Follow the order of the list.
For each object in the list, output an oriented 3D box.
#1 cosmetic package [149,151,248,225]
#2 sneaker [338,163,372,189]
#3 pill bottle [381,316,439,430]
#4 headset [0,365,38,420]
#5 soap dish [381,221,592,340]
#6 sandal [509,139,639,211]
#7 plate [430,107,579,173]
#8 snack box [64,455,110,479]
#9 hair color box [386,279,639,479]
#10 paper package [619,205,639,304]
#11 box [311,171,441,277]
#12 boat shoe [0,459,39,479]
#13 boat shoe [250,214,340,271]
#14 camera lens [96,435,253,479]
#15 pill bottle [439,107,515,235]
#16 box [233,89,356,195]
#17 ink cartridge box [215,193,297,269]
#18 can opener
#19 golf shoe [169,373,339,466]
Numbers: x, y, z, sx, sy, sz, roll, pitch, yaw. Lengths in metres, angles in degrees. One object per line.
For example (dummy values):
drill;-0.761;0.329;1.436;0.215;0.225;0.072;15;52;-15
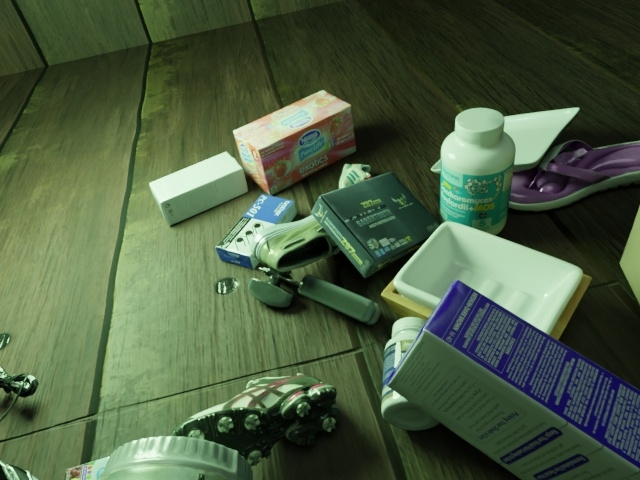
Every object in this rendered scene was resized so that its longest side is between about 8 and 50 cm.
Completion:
cosmetic package;-0.323;-0.141;1.338;0.231;0.085;0.117;-24;43;-17
sneaker;0.092;-0.146;1.269;0.075;0.057;0.161;-5;39;15
pill bottle;0.151;0.214;0.828;0.094;0.094;0.169;-1;42;11
headset;-0.625;0.330;0.779;0.185;0.243;0.394;12;25;17
soap dish;0.294;0.100;0.906;0.291;0.118;0.229;23;52;33
sandal;0.599;-0.180;1.161;0.417;0.102;0.169;-15;41;-3
plate;0.459;-0.236;1.246;0.278;0.045;0.277;4;38;48
snack box;-0.326;0.389;0.781;0.141;0.037;0.100;-15;43;-5
hair color box;0.274;0.218;0.656;0.339;0.185;0.110;34;55;15
paper package;0.628;0.018;0.767;0.168;0.324;0.309;-2;42;10
box;0.123;-0.041;1.050;0.233;0.059;0.183;-21;63;-39
boat shoe;-0.430;0.440;0.697;0.113;0.104;0.306;-25;43;-15
boat shoe;0.000;0.000;1.068;0.302;0.109;0.094;-21;44;-31
camera lens;-0.191;0.408;0.593;0.220;0.219;0.274;-7;42;5
pill bottle;0.326;-0.138;1.052;0.146;0.264;0.146;-7;41;6
box;-0.064;-0.273;1.373;0.300;0.154;0.142;-30;45;-21
ink cartridge box;-0.149;-0.026;1.198;0.097;0.046;0.207;14;47;24
can opener;-0.015;0.113;1.010;0.281;0.074;0.093;15;82;29
golf shoe;-0.106;0.280;0.787;0.273;0.105;0.120;-5;14;-29
